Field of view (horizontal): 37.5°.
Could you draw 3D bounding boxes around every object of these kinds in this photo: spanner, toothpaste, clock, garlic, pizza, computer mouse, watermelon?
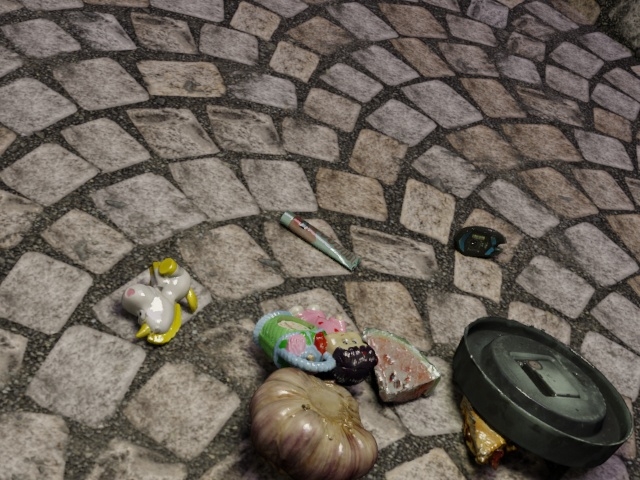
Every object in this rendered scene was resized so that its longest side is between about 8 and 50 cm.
[{"bbox_3d":[0.448,0.469,1.838,0.054,0.015,0.255,40,42,21],"label":"spanner"},{"bbox_3d":[0.000,0.000,2.154,0.205,0.036,0.056,34,38,8],"label":"toothpaste"},{"bbox_3d":[-0.007,0.207,1.808,0.194,0.100,0.195,-3,23,-42],"label":"clock"},{"bbox_3d":[-0.021,0.343,1.659,0.245,0.160,0.245,25,19,-9],"label":"garlic"},{"bbox_3d":[0.448,0.302,1.920,0.386,0.076,0.386,22,26,-12],"label":"clock"},{"bbox_3d":[0.325,0.381,1.829,0.154,0.069,0.194,32,30,7],"label":"pizza"},{"bbox_3d":[0.388,-0.001,2.307,0.135,0.079,0.047,11,29,-9],"label":"computer mouse"},{"bbox_3d":[0.140,0.267,1.890,0.187,0.071,0.139,34,46,1],"label":"watermelon"}]

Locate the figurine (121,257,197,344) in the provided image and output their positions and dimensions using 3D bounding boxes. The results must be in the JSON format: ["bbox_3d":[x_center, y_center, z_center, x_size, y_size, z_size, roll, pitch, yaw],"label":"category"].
[{"bbox_3d":[-0.312,0.121,1.825,0.129,0.109,0.178,45,42,-7],"label":"figurine"}]
